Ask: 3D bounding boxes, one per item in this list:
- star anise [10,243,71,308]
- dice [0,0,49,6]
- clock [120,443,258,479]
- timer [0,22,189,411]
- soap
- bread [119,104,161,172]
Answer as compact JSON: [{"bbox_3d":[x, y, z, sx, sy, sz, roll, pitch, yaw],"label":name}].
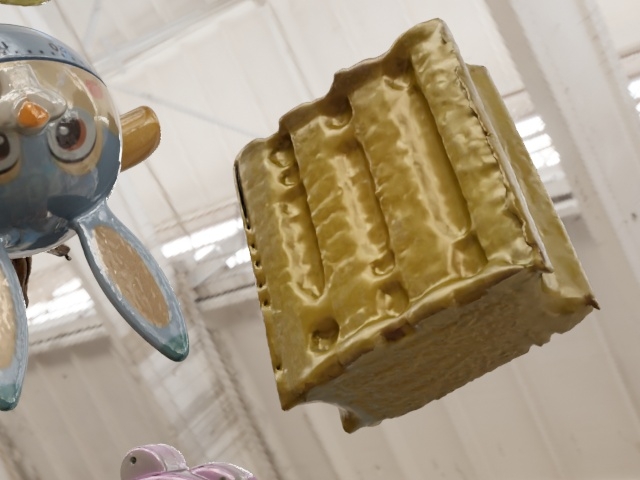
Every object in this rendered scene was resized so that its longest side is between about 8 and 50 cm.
[{"bbox_3d":[-0.452,-0.028,1.426,0.103,0.272,0.272,17,-52,29],"label":"star anise"},{"bbox_3d":[-0.429,-0.411,1.312,0.166,0.169,0.169,34,-67,35],"label":"dice"},{"bbox_3d":[-0.127,0.342,1.053,0.248,0.090,0.227,24,-87,25],"label":"clock"},{"bbox_3d":[-0.189,-0.040,0.647,0.255,0.175,0.175,46,-36,44],"label":"timer"},{"bbox_3d":[0.073,-0.013,1.010,0.293,0.156,0.335,-36,-131,24],"label":"soap"},{"bbox_3d":[-0.324,-0.105,1.381,0.093,0.239,0.074,-7,-67,58],"label":"bread"}]
